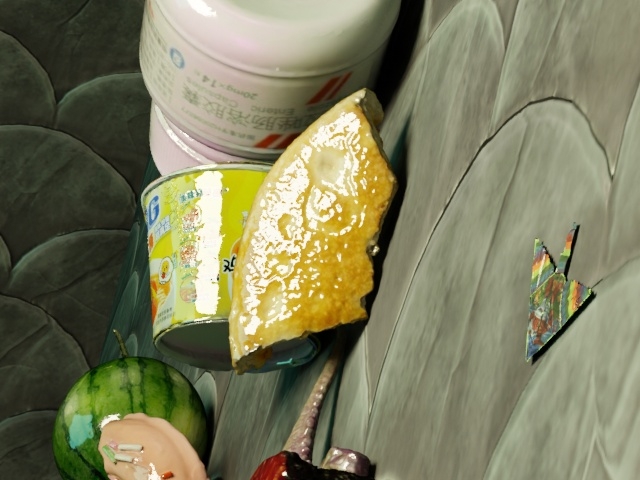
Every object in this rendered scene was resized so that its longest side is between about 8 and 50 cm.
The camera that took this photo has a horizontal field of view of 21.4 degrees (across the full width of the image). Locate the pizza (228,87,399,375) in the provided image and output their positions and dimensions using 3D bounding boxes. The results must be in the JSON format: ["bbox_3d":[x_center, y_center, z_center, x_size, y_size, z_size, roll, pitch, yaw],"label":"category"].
[{"bbox_3d":[-0.004,-0.005,1.479,0.056,0.134,0.271,31,-106,-69],"label":"pizza"}]

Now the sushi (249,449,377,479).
[{"bbox_3d":[-0.021,0.262,1.186,0.136,0.126,0.225,-92,27,-61],"label":"sushi"}]

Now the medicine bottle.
[{"bbox_3d":[-0.059,-0.185,1.675,0.302,0.241,0.241,106,173,-54],"label":"medicine bottle"}]

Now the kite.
[{"bbox_3d":[0.139,0.032,1.013,0.122,0.004,0.090,-135,62,-77],"label":"kite"}]

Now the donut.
[{"bbox_3d":[-0.201,0.316,1.861,0.199,0.085,0.233,32,111,41],"label":"donut"}]

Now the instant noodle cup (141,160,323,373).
[{"bbox_3d":[-0.073,0.034,1.610,0.205,0.205,0.153,131,143,-65],"label":"instant noodle cup"}]

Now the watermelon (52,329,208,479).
[{"bbox_3d":[-0.229,0.227,2.042,0.214,0.188,0.188,-107,34,-50],"label":"watermelon"}]

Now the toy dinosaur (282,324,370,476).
[{"bbox_3d":[-0.013,0.198,1.415,0.200,0.072,0.251,-60,2,14],"label":"toy dinosaur"}]
